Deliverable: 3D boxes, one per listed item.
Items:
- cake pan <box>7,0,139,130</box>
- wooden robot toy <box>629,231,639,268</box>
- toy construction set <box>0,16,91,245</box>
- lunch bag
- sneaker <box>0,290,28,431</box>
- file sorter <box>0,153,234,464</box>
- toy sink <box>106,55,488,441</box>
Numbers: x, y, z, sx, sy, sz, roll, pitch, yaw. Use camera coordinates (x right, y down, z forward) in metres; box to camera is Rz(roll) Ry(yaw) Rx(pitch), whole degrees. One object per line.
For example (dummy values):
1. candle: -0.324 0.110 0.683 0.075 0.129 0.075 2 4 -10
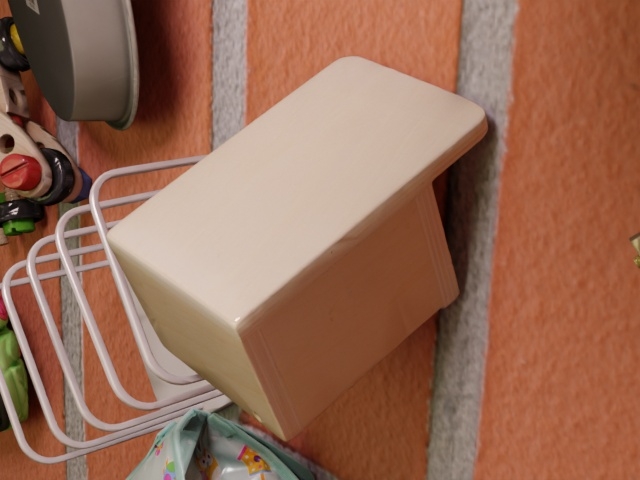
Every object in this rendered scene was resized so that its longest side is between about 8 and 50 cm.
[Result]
1. cake pan: -0.239 -0.235 1.059 0.293 0.054 0.293 51 151 43
2. wooden robot toy: 0.246 0.053 0.636 0.079 0.076 0.173 -33 70 12
3. toy construction set: -0.408 -0.126 1.188 0.257 0.309 0.237 -17 82 43
4. lunch bag: -0.085 0.296 1.008 0.262 0.160 0.223 56 137 16
5. sneaker: -0.504 0.175 1.439 0.483 0.202 0.185 -24 81 50
6. file sorter: -0.156 0.064 1.017 0.278 0.173 0.192 -34 74 48
7. toy sink: 0.000 0.000 0.824 0.153 0.234 0.131 30 151 41
